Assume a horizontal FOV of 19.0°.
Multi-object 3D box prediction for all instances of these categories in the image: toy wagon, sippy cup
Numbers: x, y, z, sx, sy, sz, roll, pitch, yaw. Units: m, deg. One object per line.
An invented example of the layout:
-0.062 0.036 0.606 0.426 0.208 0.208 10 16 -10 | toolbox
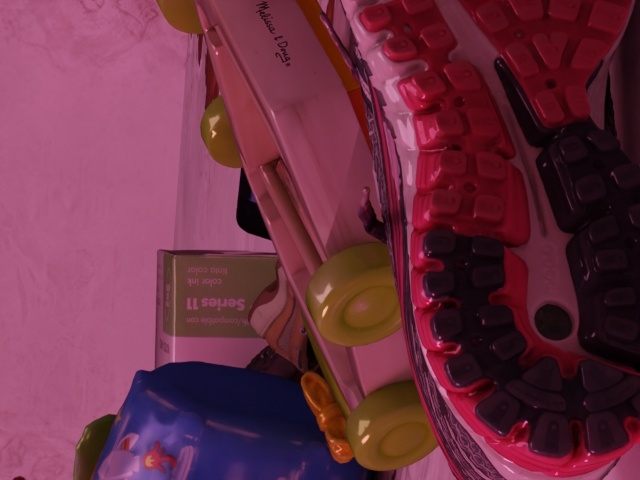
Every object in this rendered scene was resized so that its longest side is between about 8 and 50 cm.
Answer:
0.000 0.000 1.072 0.344 0.068 0.267 74 171 -50 | toy wagon
-0.068 0.207 1.271 0.240 0.306 0.224 -10 -65 -69 | sippy cup

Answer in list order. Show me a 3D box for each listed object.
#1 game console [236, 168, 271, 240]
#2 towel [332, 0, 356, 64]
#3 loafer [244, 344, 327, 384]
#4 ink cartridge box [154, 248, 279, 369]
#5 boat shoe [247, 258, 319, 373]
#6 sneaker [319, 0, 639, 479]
-0.011 -0.031 1.359 0.085 0.124 0.144 -56 -21 -51 | game console
0.063 -0.189 0.976 0.332 0.053 0.316 -116 30 -72 | towel
-0.053 0.240 1.495 0.134 0.130 0.366 -64 -4 -65 | loafer
-0.085 0.186 1.679 0.207 0.119 0.353 -177 88 -81 | ink cartridge box
0.009 0.036 1.301 0.072 0.068 0.190 54 156 13 | boat shoe
0.059 -0.043 0.738 0.112 0.121 0.299 105 165 -64 | sneaker
